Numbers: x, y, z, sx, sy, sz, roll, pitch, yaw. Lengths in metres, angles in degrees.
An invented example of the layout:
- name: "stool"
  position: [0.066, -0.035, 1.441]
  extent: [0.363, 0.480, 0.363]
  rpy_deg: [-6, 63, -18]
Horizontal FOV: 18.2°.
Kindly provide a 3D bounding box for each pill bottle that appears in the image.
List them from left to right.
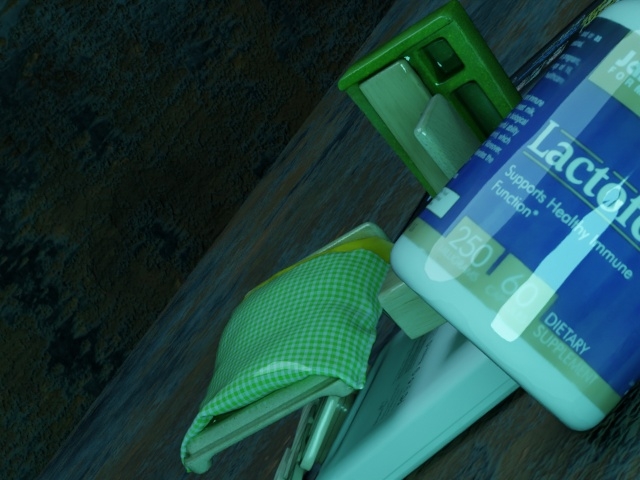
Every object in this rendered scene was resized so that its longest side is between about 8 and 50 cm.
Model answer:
- name: "pill bottle"
  position: [0.176, -0.038, 1.108]
  extent: [0.265, 0.153, 0.153]
  rpy_deg: [-49, 8, 1]

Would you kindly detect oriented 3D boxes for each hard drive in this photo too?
- name: "hard drive"
  position: [0.124, 0.053, 1.372]
  extent: [0.307, 0.040, 0.203]
  rpy_deg: [-43, 10, 36]

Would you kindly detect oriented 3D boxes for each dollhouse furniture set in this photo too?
- name: "dollhouse furniture set"
  position: [0.000, 0.000, 1.383]
  extent: [0.301, 0.151, 0.197]
  rpy_deg: [-31, 15, 27]

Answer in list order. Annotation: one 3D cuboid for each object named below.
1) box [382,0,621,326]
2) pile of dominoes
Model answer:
- name: "box"
  position: [0.189, -0.089, 1.605]
  extent: [0.295, 0.073, 0.293]
  rpy_deg: [-41, 10, 46]
- name: "pile of dominoes"
  position: [0.002, 0.154, 1.487]
  extent: [0.251, 0.040, 0.196]
  rpy_deg: [-72, 5, -67]
